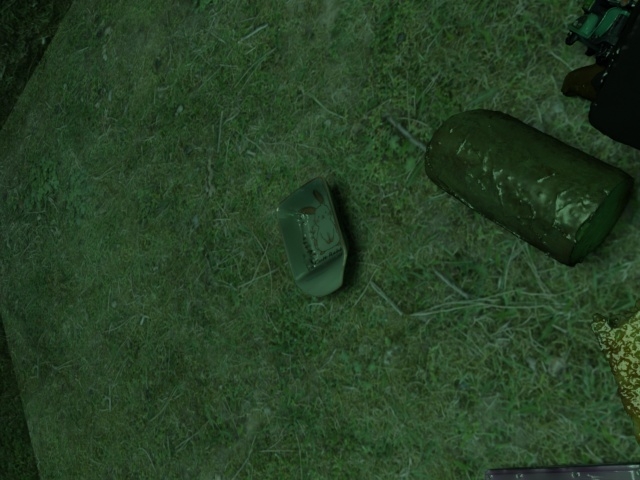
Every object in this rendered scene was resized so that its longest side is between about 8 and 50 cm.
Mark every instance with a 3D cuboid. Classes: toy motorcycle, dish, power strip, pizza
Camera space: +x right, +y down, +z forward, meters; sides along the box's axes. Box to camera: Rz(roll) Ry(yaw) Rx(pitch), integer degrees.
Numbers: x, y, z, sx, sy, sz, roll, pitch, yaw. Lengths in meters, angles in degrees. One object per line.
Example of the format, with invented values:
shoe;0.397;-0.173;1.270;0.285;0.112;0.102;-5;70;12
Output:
toy motorcycle;0.428;-0.322;1.059;0.173;0.058;0.100;-87;23;-64
dish;0.000;0.000;1.453;0.154;0.064;0.234;-31;63;35
power strip;0.378;0.399;1.072;0.279;0.037;0.109;-18;73;39
pizza;0.507;0.133;0.958;0.223;0.089;0.323;48;114;29

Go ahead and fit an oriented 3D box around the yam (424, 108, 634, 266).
yam;0.322;-0.092;1.104;0.304;0.168;0.168;40;111;39

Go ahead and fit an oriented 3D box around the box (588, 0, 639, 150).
box;0.540;-0.230;0.825;0.350;0.091;0.359;24;127;9

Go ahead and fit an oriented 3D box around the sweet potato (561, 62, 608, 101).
sweet potato;0.474;-0.213;1.029;0.286;0.112;0.085;18;64;46
